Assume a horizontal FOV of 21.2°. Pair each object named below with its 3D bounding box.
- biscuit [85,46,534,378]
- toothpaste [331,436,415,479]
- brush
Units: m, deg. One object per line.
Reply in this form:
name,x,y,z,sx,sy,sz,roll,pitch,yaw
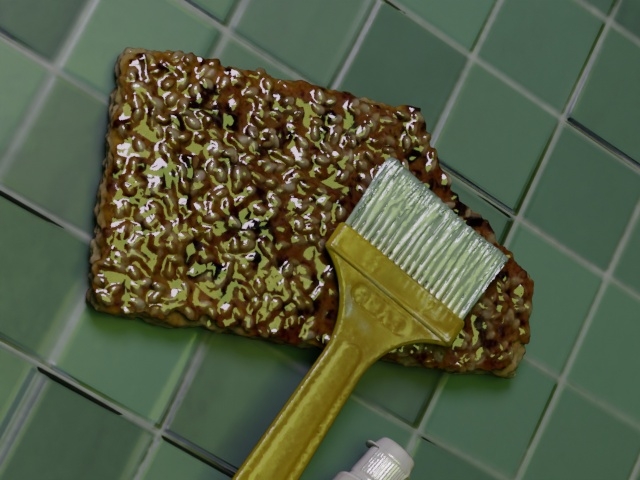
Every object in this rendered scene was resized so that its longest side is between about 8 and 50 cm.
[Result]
biscuit,0.006,-0.010,0.837,0.236,0.026,0.131,11,83,-22
toothpaste,-0.023,0.170,0.809,0.190,0.031,0.048,-47,107,-17
brush,0.008,0.064,0.814,0.083,0.011,0.205,40,74,-18
